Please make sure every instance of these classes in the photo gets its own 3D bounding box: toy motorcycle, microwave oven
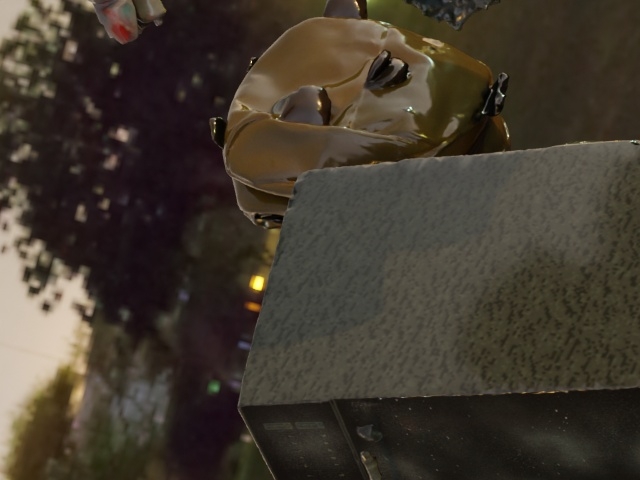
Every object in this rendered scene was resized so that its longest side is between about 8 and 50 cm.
[{"bbox_3d":[-0.264,-0.326,1.567,0.260,0.110,0.171,60,-157,-27],"label":"toy motorcycle"},{"bbox_3d":[0.185,0.093,1.368,0.374,0.432,0.236,-77,-25,-43],"label":"microwave oven"}]

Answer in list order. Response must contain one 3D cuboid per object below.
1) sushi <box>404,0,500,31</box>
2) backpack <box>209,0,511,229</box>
[{"bbox_3d":[0.110,-0.288,1.194,0.139,0.274,0.184,-65,9,-31],"label":"sushi"},{"bbox_3d":[0.061,-0.160,1.863,0.354,0.378,0.201,-72,-23,-45],"label":"backpack"}]
